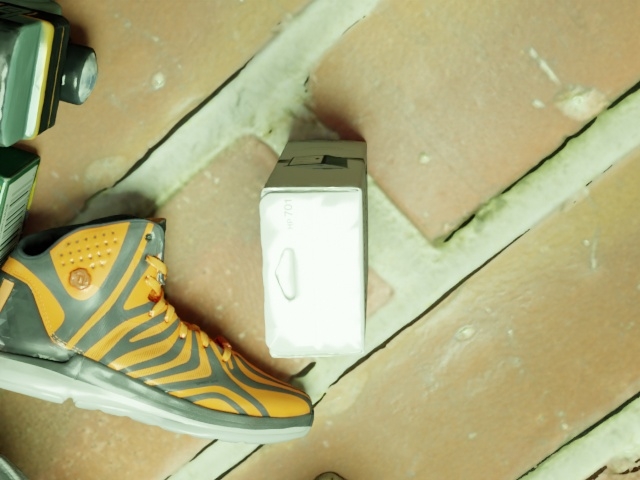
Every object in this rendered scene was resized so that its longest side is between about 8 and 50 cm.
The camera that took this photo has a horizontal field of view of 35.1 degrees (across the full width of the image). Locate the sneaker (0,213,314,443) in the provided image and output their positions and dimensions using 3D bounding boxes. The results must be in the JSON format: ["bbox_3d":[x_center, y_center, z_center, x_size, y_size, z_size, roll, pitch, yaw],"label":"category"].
[{"bbox_3d":[-0.136,0.075,0.924,0.321,0.124,0.180,18,85,-22],"label":"sneaker"}]

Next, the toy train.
[{"bbox_3d":[-0.356,-0.169,0.826,0.334,0.190,0.142,15,106,-2],"label":"toy train"}]

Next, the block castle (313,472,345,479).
[{"bbox_3d":[-0.069,0.479,0.992,0.303,0.213,0.453,-8,106,5],"label":"block castle"}]

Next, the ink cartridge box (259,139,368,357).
[{"bbox_3d":[0.000,0.000,0.861,0.082,0.190,0.139,-1,107,2],"label":"ink cartridge box"}]

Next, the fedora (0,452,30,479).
[{"bbox_3d":[-0.353,0.302,0.868,0.244,0.124,0.275,44,111,6],"label":"fedora"}]

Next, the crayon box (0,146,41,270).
[{"bbox_3d":[-0.461,0.050,0.936,0.313,0.106,0.363,17,107,-3],"label":"crayon box"}]
